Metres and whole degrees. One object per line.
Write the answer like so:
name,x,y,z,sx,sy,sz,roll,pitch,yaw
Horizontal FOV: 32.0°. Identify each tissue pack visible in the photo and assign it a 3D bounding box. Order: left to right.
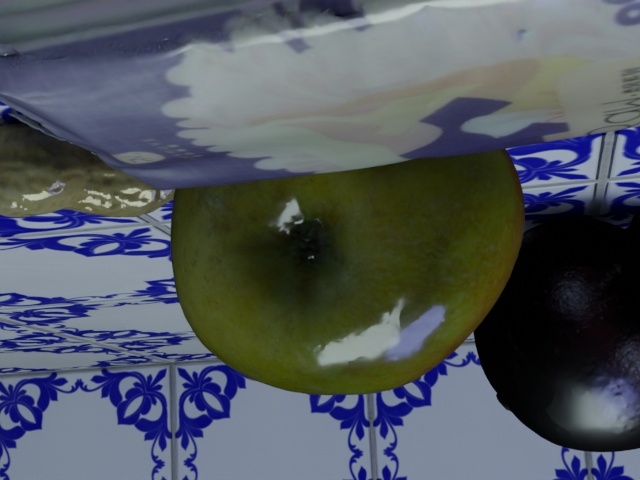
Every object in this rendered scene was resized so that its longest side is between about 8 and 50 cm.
tissue pack,0.029,-0.116,0.555,0.343,0.125,0.242,-6,168,15

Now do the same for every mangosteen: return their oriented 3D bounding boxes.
mangosteen,0.342,0.108,1.329,0.313,0.297,0.297,-16,163,35

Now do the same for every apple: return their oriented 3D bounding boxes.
apple,0.010,-0.009,0.781,0.260,0.261,0.194,-8,-178,22

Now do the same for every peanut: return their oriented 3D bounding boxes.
peanut,-0.199,-0.055,0.915,0.187,0.082,0.082,2,167,-24
